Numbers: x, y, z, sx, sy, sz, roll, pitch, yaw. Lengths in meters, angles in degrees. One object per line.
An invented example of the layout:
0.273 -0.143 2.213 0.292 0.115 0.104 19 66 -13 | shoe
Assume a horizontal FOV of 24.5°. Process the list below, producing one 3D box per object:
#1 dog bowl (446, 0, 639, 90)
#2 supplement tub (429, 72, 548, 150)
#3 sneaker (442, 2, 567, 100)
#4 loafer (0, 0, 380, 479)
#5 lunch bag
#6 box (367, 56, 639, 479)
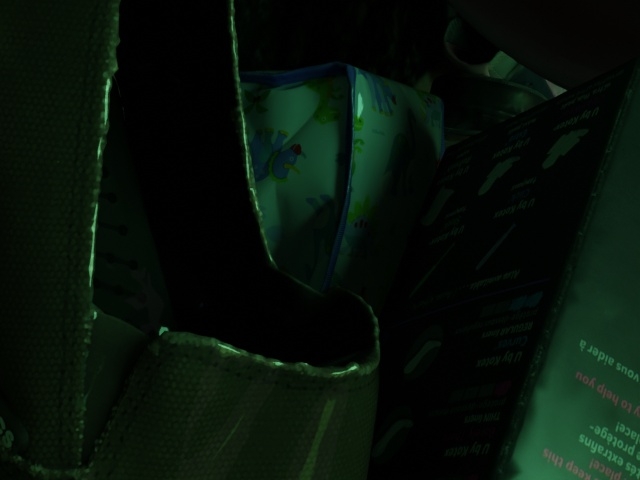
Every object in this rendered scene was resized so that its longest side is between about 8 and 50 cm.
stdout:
0.148 -0.229 0.604 0.150 0.408 0.408 -33 131 -29 | dog bowl
0.078 0.008 0.841 0.106 0.106 0.198 28 73 -63 | supplement tub
0.127 -0.108 0.933 0.131 0.112 0.319 -39 132 -32 | sneaker
-0.046 0.067 0.440 0.134 0.130 0.366 -22 95 -60 | loafer
0.000 0.000 0.687 0.129 0.096 0.151 1 88 -65 | lunch bag
0.108 0.090 0.605 0.165 0.143 0.270 33 63 -19 | box
